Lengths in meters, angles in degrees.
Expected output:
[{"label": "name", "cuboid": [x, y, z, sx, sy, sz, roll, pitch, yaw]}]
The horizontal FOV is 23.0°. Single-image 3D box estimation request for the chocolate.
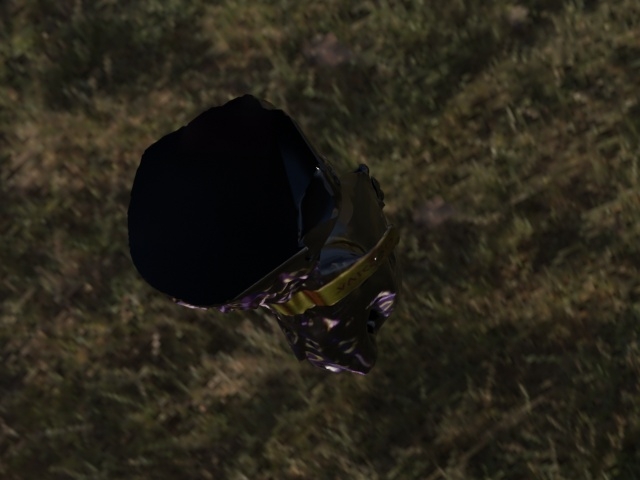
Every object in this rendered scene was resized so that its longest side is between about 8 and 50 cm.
[{"label": "chocolate", "cuboid": [-0.001, 0.003, 0.487, 0.070, 0.147, 0.072, 11, 86, 26]}]
